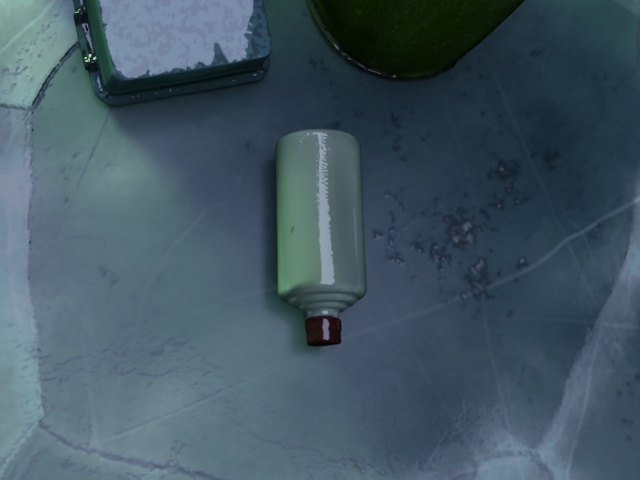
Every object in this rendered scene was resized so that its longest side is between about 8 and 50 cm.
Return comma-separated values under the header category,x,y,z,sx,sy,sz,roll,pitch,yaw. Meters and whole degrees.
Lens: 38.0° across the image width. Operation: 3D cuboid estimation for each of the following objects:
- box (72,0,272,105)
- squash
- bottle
category,x,y,z,sx,sy,sz,roll,pitch,yaw
box,-0.168,-0.256,1.087,0.226,0.130,0.162,-12,96,-15
squash,0.138,-0.356,1.050,0.262,0.384,0.263,2,79,-11
bottle,0.000,0.000,1.081,0.104,0.104,0.245,2,77,-12
